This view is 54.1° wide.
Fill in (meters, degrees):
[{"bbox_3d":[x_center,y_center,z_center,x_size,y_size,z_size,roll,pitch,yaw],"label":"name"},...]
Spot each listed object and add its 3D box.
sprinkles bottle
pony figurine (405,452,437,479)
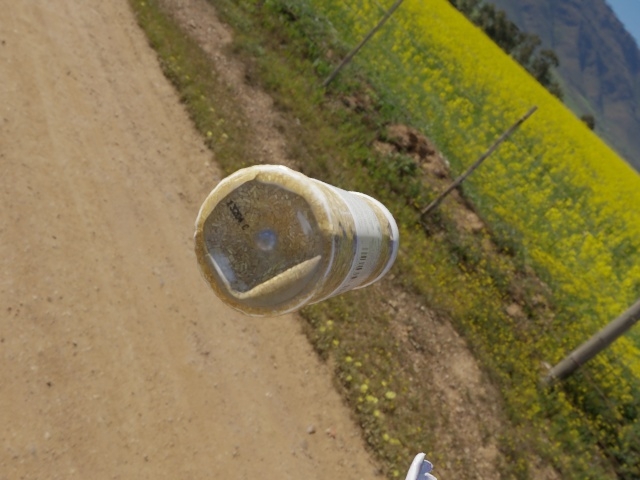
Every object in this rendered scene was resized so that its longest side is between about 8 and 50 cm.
[{"bbox_3d":[0.000,0.000,0.643,0.121,0.121,0.355,48,11,10],"label":"sprinkles bottle"},{"bbox_3d":[0.142,0.578,1.218,0.351,0.363,0.303,64,13,-64],"label":"pony figurine"}]
